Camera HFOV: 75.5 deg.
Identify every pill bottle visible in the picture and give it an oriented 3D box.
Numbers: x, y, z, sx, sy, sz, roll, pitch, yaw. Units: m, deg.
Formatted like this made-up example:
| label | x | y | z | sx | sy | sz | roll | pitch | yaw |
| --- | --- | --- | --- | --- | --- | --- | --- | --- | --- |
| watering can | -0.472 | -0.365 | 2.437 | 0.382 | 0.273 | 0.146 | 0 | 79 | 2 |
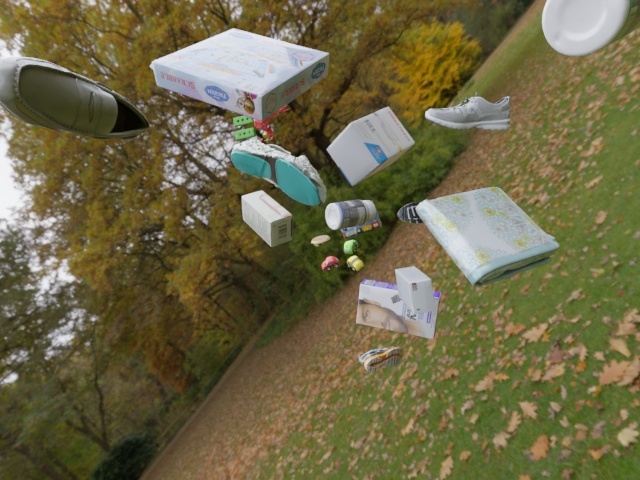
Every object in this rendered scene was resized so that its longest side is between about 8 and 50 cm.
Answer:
| label | x | y | z | sx | sy | sz | roll | pitch | yaw |
| --- | --- | --- | --- | --- | --- | --- | --- | --- | --- |
| pill bottle | 0.090 | -0.078 | 1.205 | 0.137 | 0.078 | 0.078 | -11 | -23 | -33 |
| pill bottle | 0.793 | -0.655 | 1.144 | 0.360 | 0.204 | 0.204 | -32 | -9 | -31 |

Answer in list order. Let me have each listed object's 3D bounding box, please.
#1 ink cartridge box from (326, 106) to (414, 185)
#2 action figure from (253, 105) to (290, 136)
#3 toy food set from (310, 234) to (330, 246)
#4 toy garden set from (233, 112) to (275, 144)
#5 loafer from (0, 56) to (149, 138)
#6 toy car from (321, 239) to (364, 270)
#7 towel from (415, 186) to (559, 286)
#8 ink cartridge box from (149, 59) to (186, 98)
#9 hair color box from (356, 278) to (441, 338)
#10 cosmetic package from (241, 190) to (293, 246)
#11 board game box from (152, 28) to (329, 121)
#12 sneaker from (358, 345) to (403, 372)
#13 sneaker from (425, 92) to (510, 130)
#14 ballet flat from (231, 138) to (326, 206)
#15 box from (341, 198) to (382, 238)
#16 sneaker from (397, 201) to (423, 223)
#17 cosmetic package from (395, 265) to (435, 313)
| label | x | y | z | sx | sy | sz | roll | pitch | yaw |
| --- | --- | --- | --- | --- | --- | --- | --- | --- | --- |
| ink cartridge box | 0.182 | -0.338 | 1.485 | 0.232 | 0.171 | 0.168 | -32 | -3 | -38 |
| action figure | -0.225 | -0.525 | 1.515 | 0.139 | 0.281 | 0.091 | -39 | 25 | -22 |
| toy food set | 0.000 | 0.000 | 1.701 | 0.082 | 0.020 | 0.083 | -18 | 19 | -15 |
| toy garden set | -0.327 | -0.568 | 2.049 | 0.203 | 0.245 | 0.049 | -6 | 0 | 20 |
| loafer | -0.417 | -0.240 | 0.729 | 0.319 | 0.111 | 0.112 | -60 | -22 | -80 |
| toy car | 0.134 | 0.066 | 2.157 | 0.238 | 0.053 | 0.225 | -1 | 40 | 29 |
| towel | 0.536 | -0.028 | 1.333 | 0.373 | 0.321 | 0.090 | -12 | -40 | -25 |
| ink cartridge box | -0.441 | -0.475 | 1.221 | 0.029 | 0.062 | 0.115 | -51 | -33 | -2 |
| hair color box | 0.335 | 0.292 | 1.790 | 0.110 | 0.338 | 0.186 | -23 | -61 | -68 |
| cosmetic package | -0.269 | -0.115 | 2.073 | 0.129 | 0.296 | 0.153 | -21 | -47 | -30 |
| board game box | -0.189 | -0.435 | 1.050 | 0.318 | 0.318 | 0.066 | -50 | -25 | -40 |
| sneaker | 0.252 | 0.472 | 1.696 | 0.083 | 0.214 | 0.084 | 18 | 108 | 57 |
| sneaker | 0.486 | -0.428 | 1.365 | 0.105 | 0.280 | 0.116 | -94 | 5 | -71 |
| ballet flat | -0.119 | -0.245 | 1.342 | 0.147 | 0.408 | 0.147 | -40 | -34 | -35 |
| box | 0.123 | -0.069 | 1.352 | 0.136 | 0.094 | 0.027 | -18 | 11 | 29 |
| sneaker | 0.517 | -0.134 | 2.058 | 0.299 | 0.111 | 0.121 | -7 | -9 | -14 |
| cosmetic package | 0.339 | 0.174 | 1.499 | 0.085 | 0.118 | 0.231 | -10 | 9 | -2 |
